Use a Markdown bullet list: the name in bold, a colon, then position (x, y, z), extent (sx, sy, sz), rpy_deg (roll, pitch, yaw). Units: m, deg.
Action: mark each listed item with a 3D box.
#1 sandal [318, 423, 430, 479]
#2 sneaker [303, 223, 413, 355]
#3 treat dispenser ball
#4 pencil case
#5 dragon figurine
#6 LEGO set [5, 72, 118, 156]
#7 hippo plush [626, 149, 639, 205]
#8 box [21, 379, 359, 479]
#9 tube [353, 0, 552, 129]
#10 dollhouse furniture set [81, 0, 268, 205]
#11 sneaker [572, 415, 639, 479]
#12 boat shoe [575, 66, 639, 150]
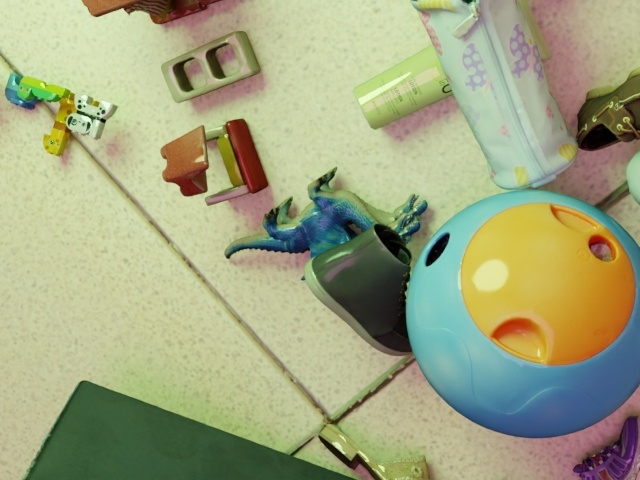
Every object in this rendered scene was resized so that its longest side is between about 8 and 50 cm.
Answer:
- **sandal**: position (0.111, 0.322, 1.230), extent (0.240, 0.088, 0.079), rpy_deg (38, 71, 17)
- **sneaker**: position (0.093, 0.069, 1.121), extent (0.118, 0.083, 0.222), rpy_deg (-33, 133, 25)
- **treat dispenser ball**: position (0.245, 0.084, 1.029), extent (0.288, 0.288, 0.288), rpy_deg (3, 103, 13)
- **pencil case**: position (0.207, -0.193, 1.021), extent (0.114, 0.124, 0.273), rpy_deg (-30, 115, -2)
- **dragon figurine**: position (0.000, 0.000, 1.176), extent (0.289, 0.085, 0.144), rpy_deg (-32, 93, 17)
- **LEGO set**: position (-0.391, -0.174, 1.230), extent (0.227, 0.087, 0.093), rpy_deg (19, 91, 9)
- **hippo plush**: position (0.481, -0.060, 0.965), extent (0.294, 0.234, 0.236), rpy_deg (-43, 91, 19)
- **box**: position (-0.210, 0.523, 1.191), extent (0.480, 0.297, 0.471), rpy_deg (22, 109, -8)
- **tube**: position (0.160, -0.219, 1.103), extent (0.240, 0.070, 0.062), rpy_deg (-25, 54, 12)
- **dollhouse furniture set**: position (-0.152, -0.230, 1.100), extent (0.152, 0.201, 0.373), rpy_deg (-18, 97, 17)
- **sneaker**: position (0.378, 0.302, 1.165), extent (0.071, 0.068, 0.169), rpy_deg (26, 108, 13)
- **boat shoe**: position (0.355, -0.143, 0.992), extent (0.073, 0.207, 0.073), rpy_deg (23, 83, -6)
